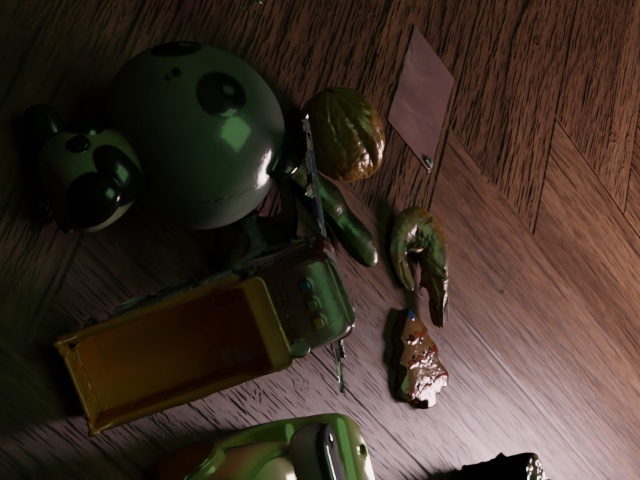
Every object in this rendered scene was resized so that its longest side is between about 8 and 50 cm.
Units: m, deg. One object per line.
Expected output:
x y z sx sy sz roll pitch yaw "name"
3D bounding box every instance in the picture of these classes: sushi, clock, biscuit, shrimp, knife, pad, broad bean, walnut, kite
0.222 0.361 1.904 0.136 0.126 0.225 65 34 -15 "sushi"
-0.056 0.328 1.514 0.348 0.117 0.286 -1 78 -58 "clock"
0.123 0.150 1.932 0.119 0.019 0.130 -16 91 -56 "biscuit"
0.132 0.035 1.965 0.095 0.045 0.162 -1 81 -55 "shrimp"
0.026 0.308 1.503 0.073 0.041 0.265 -10 84 -69 "knife"
0.142 -0.197 2.098 0.113 0.006 0.187 48 43 -33 "pad"
0.000 -0.047 1.809 0.227 0.039 0.069 43 24 -37 "broad bean"
0.027 -0.125 1.828 0.105 0.105 0.124 -57 132 -47 "walnut"
-0.001 0.000 1.634 0.406 0.014 0.368 79 3 -53 "kite"

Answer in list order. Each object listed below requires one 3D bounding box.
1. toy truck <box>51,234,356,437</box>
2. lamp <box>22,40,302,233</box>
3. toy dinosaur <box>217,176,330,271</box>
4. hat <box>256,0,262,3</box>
-0.104 0.084 1.436 0.135 0.270 0.114 -96 165 -80 "toy truck"
-0.152 -0.094 1.478 0.244 0.198 0.197 -21 96 -29 "lamp"
-0.071 0.013 1.656 0.363 0.076 0.147 -43 125 -59 "toy dinosaur"
-0.135 -0.370 1.676 0.252 0.110 0.252 13 72 -45 "hat"
